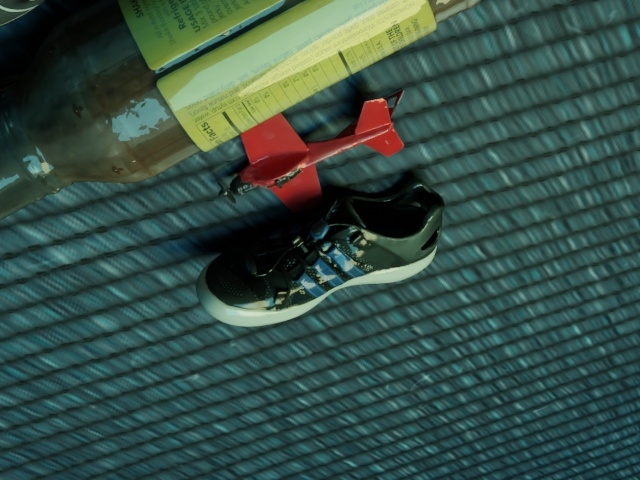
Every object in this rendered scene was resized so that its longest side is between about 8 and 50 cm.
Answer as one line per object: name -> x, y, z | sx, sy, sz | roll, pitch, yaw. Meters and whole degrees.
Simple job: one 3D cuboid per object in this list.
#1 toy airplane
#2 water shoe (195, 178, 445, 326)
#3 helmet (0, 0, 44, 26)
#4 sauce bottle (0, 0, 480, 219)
toy airplane -> -0.003, -0.063, 0.879 | 0.151, 0.028, 0.151 | -17, 146, -12
water shoe -> 0.000, 0.000, 0.932 | 0.203, 0.073, 0.080 | -17, 143, -27
helmet -> -0.180, -0.167, 0.530 | 0.169, 0.169, 0.161 | 2, 121, -32
sauce bottle -> -0.079, -0.106, 0.712 | 0.344, 0.111, 0.111 | -26, 145, 4
